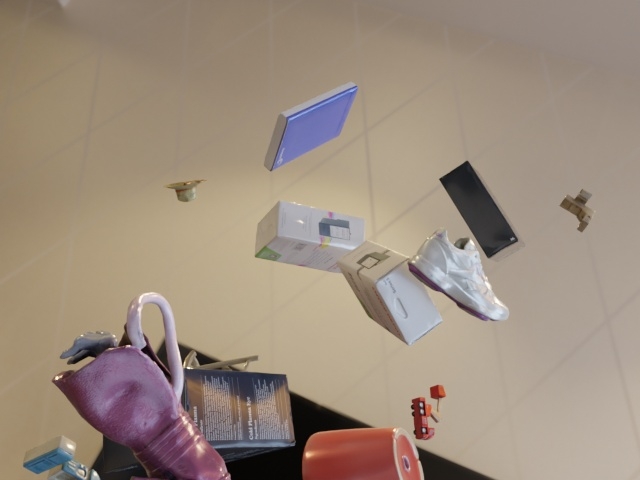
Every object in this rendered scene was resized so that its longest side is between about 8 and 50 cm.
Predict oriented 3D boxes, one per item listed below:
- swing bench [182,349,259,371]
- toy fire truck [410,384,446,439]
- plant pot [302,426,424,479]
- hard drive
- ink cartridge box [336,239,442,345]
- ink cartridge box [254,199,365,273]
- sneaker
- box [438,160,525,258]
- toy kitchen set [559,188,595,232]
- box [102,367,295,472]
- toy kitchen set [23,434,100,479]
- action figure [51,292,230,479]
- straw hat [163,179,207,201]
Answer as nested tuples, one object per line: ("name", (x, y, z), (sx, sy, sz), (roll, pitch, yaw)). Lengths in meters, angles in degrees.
("swing bench", (-0.313, 0.511, 2.296), (0.254, 0.165, 0.253), (0, -49, 16))
("toy fire truck", (0.381, 0.598, 2.431), (0.135, 0.192, 0.047), (14, -30, -33))
("plant pot", (0.120, 0.605, 1.799), (0.243, 0.275, 0.275), (-21, -46, 20))
("hard drive", (-0.027, -0.349, 2.125), (0.040, 0.318, 0.210), (42, -41, 17))
("ink cartridge box", (0.173, 0.128, 1.798), (0.198, 0.114, 0.273), (60, -11, -18))
("ink cartridge box", (0.000, 0.000, 2.125), (0.353, 0.119, 0.207), (12, -24, -21))
("sneaker", (0.352, 0.086, 1.640), (0.305, 0.152, 0.114), (35, -4, -25))
("box", (0.454, -0.077, 1.953), (0.261, 0.103, 0.184), (61, 14, 15))
("toy kitchen set", (0.659, -0.083, 1.783), (0.083, 0.075, 0.068), (34, -48, 12))
("box", (-0.293, 0.432, 1.661), (0.343, 0.179, 0.312), (-26, -27, 37))
("toy kitchen set", (-0.621, 0.614, 1.719), (0.122, 0.166, 0.207), (-27, -50, 17))
("action figure", (-0.219, 0.282, 1.025), (0.370, 0.275, 0.248), (52, 13, 0))
("straw hat", (-0.435, -0.157, 2.272), (0.144, 0.144, 0.061), (3, -74, 41))
